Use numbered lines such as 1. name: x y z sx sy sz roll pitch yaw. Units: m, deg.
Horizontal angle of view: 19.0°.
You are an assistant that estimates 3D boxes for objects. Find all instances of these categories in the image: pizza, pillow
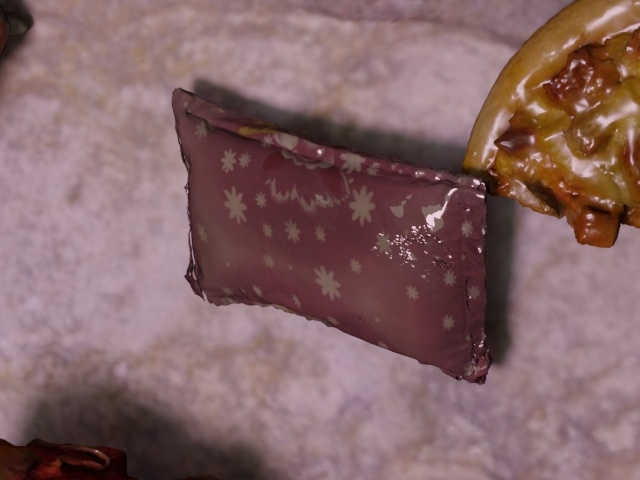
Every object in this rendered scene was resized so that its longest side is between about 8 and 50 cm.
1. pizza: 0.147 -0.051 0.833 0.134 0.046 0.175 50 120 6
2. pillow: 0.000 0.000 0.920 0.185 0.043 0.118 17 122 32

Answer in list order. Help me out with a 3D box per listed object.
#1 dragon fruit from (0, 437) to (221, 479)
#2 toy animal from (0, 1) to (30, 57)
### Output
1. dragon fruit: -0.101 0.188 0.968 0.148 0.224 0.218 -19 97 0
2. toy animal: -0.260 -0.033 1.030 0.170 0.090 0.255 19 116 18
